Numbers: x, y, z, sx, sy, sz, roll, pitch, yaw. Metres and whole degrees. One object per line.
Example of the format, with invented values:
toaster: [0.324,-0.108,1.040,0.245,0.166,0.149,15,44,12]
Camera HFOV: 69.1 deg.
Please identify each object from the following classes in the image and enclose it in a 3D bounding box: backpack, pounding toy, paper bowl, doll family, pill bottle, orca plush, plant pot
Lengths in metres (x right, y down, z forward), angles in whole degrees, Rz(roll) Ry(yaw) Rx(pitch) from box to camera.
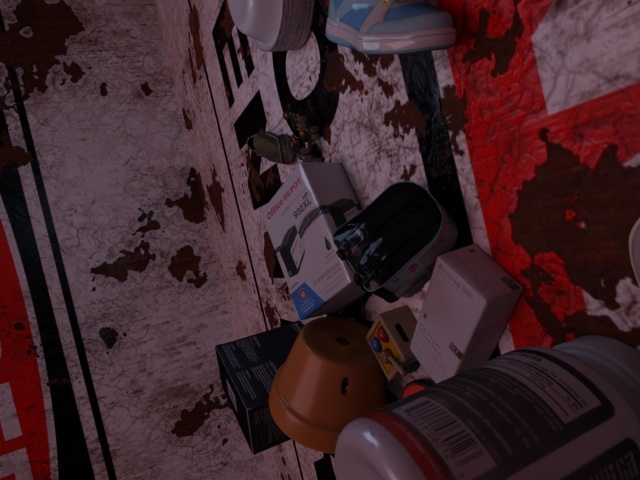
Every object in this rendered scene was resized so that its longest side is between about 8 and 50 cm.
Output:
backpack: [0.141,-0.002,0.813,0.188,0.144,0.166,-49,45,17]
pounding toy: [0.159,0.228,0.971,0.141,0.100,0.130,62,153,31]
paper bowl: [-0.133,-0.605,1.117,0.284,0.148,0.284,42,139,51]
doll family: [-0.047,-0.261,1.205,0.111,0.076,0.193,39,140,48]
pill bottle: [0.216,0.243,0.517,0.210,0.362,0.210,42,139,52]
orca plush: [0.024,0.223,1.273,0.287,0.102,0.151,-34,71,66]
plant pot: [0.034,0.318,1.111,0.291,0.290,0.204,42,126,53]

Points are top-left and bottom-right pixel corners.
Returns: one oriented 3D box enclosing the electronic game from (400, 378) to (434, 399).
electronic game: [0.237,0.401,0.958,0.229,0.048,0.229,45,142,50]

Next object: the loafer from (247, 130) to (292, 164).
loafer: [-0.158,-0.280,1.424,0.251,0.087,0.095,31,130,59]

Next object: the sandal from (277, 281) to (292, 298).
sandal: [-0.080,0.159,1.541,0.079,0.088,0.240,43,161,-1]

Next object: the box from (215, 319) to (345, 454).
box: [-0.133,0.449,1.491,0.343,0.312,0.179,37,136,56]

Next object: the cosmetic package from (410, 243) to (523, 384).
cosmetic package: [0.233,0.135,0.777,0.117,0.085,0.231,51,148,44]

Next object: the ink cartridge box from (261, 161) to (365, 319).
ink cartridge box: [0.000,0.000,1.109,0.223,0.129,0.308,-44,61,45]

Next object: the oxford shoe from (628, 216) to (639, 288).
oxford shoe: [0.392,0.168,0.382,0.169,0.130,0.450,132,123,-64]

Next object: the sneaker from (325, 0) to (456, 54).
sneaker: [0.098,-0.411,0.729,0.319,0.127,0.208,44,142,50]
